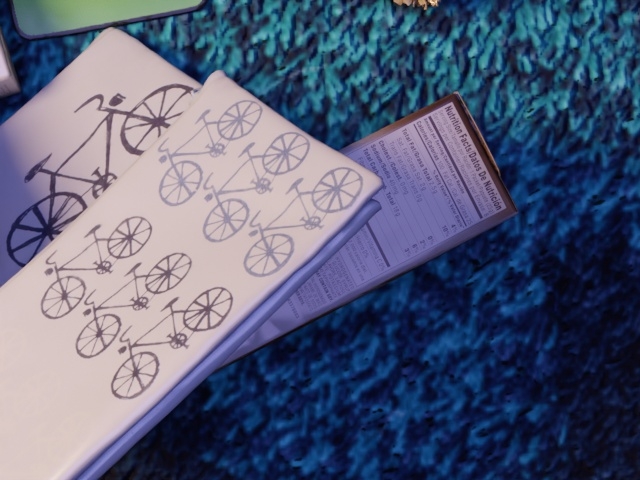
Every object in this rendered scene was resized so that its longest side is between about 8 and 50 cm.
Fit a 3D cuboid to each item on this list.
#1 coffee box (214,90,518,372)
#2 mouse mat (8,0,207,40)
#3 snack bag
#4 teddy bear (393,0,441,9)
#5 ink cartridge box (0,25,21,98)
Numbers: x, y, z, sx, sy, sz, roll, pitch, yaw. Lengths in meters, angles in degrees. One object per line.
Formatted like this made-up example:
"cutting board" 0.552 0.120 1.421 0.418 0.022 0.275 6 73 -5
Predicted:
"coffee box" 0.000 0.000 0.889 0.246 0.141 0.098 -27 90 -8
"mouse mat" -0.173 -0.254 0.926 0.152 0.007 0.190 -11 107 -7
"snack bag" -0.169 0.002 0.812 0.323 0.342 0.037 -43 136 -9
"teddy bear" 0.149 -0.324 0.954 0.245 0.113 0.338 40 91 5
"ink cartridge box" -0.325 -0.135 0.902 0.181 0.061 0.104 -18 88 -7
